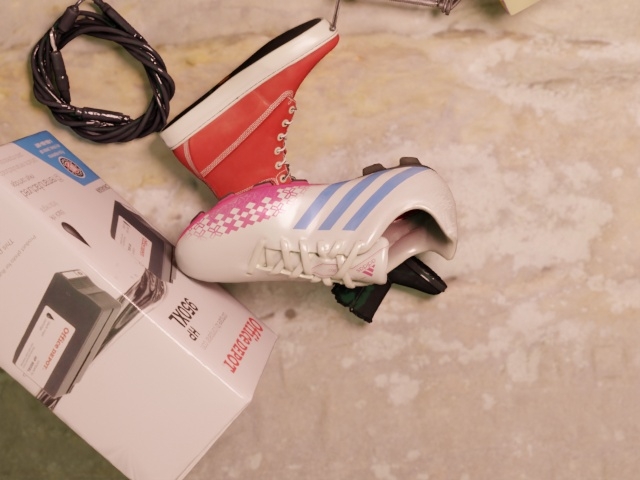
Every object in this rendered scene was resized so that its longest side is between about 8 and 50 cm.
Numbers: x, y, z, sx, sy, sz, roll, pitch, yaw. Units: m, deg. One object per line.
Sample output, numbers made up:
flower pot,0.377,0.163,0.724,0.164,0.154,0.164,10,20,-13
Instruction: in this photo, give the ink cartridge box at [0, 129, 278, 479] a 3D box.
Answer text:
ink cartridge box,-0.255,0.073,1.496,0.395,0.285,0.166,42,101,-4

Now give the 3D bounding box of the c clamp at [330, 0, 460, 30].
c clamp,0.096,-0.297,1.508,0.161,0.022,0.137,4,73,3

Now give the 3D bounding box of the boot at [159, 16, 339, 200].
boot,-0.044,-0.135,1.546,0.244,0.088,0.176,-38,103,10

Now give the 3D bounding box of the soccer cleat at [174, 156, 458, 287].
soccer cleat,0.000,0.000,1.494,0.331,0.143,0.116,-16,140,-5

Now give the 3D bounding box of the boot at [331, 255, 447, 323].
boot,0.079,0.056,1.584,0.121,0.045,0.099,36,99,5

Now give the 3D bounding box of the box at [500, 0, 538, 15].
box,0.259,-0.393,1.386,0.243,0.213,0.117,-29,58,10

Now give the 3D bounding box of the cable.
cable,-0.261,-0.190,1.568,0.184,0.047,0.150,45,101,-4
